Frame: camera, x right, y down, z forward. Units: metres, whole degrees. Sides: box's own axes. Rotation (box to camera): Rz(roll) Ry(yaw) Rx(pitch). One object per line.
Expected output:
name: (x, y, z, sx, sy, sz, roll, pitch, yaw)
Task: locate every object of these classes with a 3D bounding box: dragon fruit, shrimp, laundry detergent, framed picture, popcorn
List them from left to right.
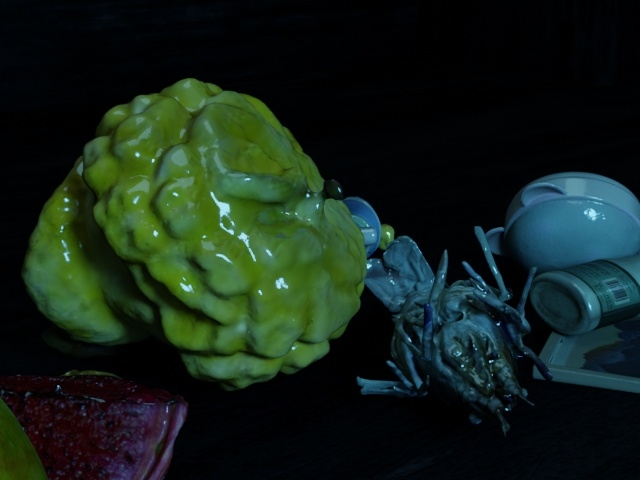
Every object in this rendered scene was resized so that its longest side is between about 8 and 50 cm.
dragon fruit: (-0.237, 0.174, 0.889, 0.261, 0.163, 0.189, 6, 57, 10)
popcorn: (-0.138, 0.014, 1.172, 0.381, 0.349, 0.349, -37, 9, 17)
shrimp: (0.130, 0.087, 1.134, 0.221, 0.166, 0.410, -35, 5, 0)
laundry detergent: (0.360, 0.053, 1.285, 0.225, 0.070, 0.099, -13, 18, -31)
framed picture: (0.363, 0.113, 1.241, 0.192, 0.018, 0.265, 7, 19, 21)

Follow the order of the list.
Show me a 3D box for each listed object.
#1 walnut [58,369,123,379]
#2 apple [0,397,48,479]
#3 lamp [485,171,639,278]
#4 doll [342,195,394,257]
walnut: (-0.227, 0.168, 1.044, 0.091, 0.052, 0.121, -9, 17, -19)
apple: (-0.311, 0.178, 0.577, 0.339, 0.340, 0.339, -1, 17, 0)
lamp: (0.345, 0.003, 1.391, 0.246, 0.179, 0.108, 15, 58, -13)
doll: (0.000, 0.001, 1.490, 0.135, 0.099, 0.241, 37, 37, 28)
